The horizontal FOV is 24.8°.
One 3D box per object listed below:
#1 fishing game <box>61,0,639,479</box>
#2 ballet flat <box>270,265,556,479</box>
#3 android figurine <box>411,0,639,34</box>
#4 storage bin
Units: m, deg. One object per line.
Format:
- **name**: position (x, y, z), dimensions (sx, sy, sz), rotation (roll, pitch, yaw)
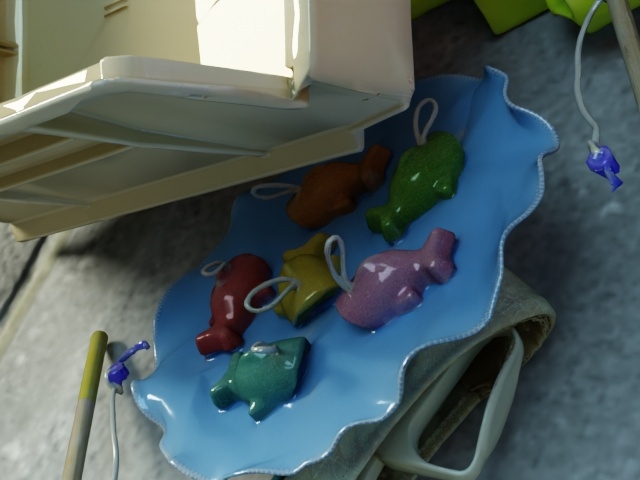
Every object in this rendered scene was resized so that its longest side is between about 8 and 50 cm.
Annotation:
- **fishing game**: position (0.000, 0.000, 0.510), dimensions (0.264, 0.041, 0.189), rotation (-32, 29, 24)
- **ballet flat**: position (0.020, 0.076, 0.476), dimensions (0.052, 0.057, 0.168), rotation (28, 77, 28)
- **android figurine**: position (0.118, -0.192, 0.604), dimensions (0.273, 0.056, 0.248), rotation (-26, 48, 17)
- **storage bin**: position (-0.096, -0.148, 0.548), dimensions (0.260, 0.123, 0.262), rotation (-12, 74, 45)
